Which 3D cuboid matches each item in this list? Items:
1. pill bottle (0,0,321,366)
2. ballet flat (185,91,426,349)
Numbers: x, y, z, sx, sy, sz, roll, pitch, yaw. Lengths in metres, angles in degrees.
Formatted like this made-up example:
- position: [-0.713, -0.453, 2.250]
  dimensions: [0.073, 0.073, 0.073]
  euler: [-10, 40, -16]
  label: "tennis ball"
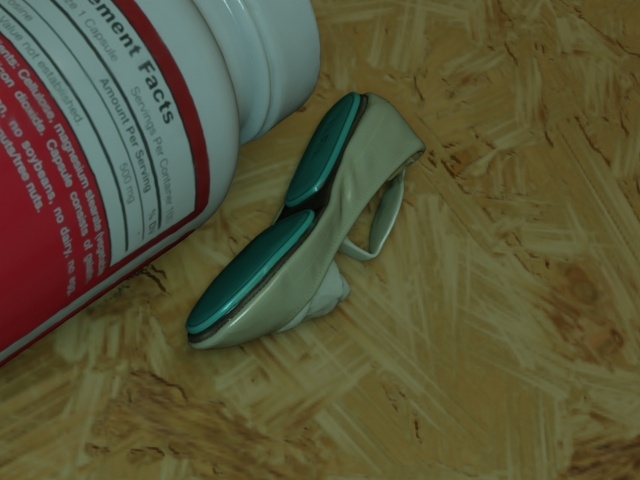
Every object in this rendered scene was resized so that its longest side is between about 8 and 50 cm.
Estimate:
- position: [-0.199, -0.057, 1.171]
  dimensions: [0.408, 0.229, 0.229]
  euler: [-36, 79, -32]
  label: "pill bottle"
- position: [0.000, 0.000, 1.304]
  dimensions: [0.086, 0.086, 0.248]
  euler: [33, 56, 0]
  label: "ballet flat"
